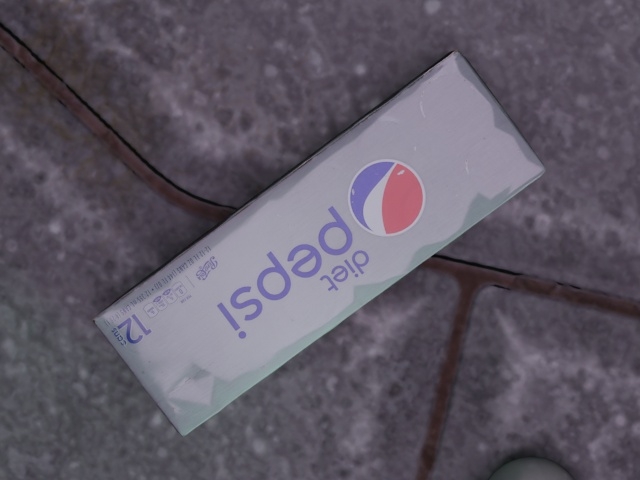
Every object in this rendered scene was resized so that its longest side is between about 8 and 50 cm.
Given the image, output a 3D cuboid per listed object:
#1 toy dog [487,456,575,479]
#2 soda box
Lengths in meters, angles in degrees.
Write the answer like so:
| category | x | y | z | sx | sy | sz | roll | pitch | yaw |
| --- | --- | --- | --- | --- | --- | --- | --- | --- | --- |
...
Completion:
| category | x | y | z | sx | sy | sz | roll | pitch | yaw |
| --- | --- | --- | --- | --- | --- | --- | --- | --- | --- |
| toy dog | 0.233 | 0.291 | 1.134 | 0.333 | 0.161 | 0.220 | 24 | 96 | -2 |
| soda box | 0.000 | 0.000 | 1.139 | 0.286 | 0.091 | 0.098 | -37 | 93 | 4 |
